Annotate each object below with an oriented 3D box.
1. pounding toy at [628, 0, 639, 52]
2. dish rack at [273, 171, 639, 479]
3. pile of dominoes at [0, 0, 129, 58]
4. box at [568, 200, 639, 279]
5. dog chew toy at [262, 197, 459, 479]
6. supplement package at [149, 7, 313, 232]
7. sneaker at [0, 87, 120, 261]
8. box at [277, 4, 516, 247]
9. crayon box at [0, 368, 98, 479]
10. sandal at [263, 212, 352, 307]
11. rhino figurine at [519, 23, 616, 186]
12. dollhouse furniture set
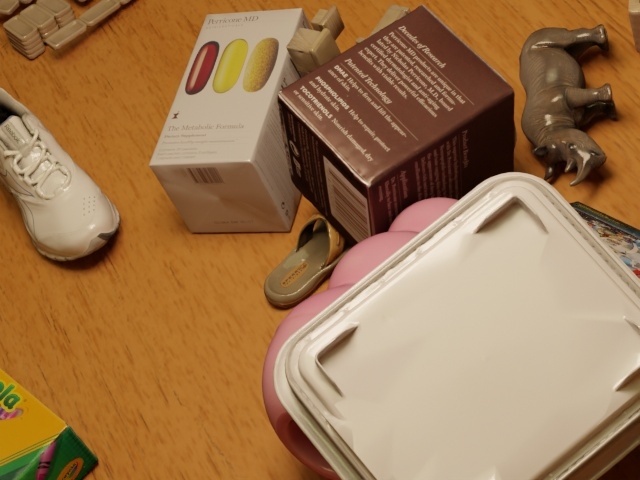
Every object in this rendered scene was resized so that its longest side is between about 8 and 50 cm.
[{"bbox_3d":[0.445,-0.256,1.874,0.181,0.094,0.206,-1,61,17],"label":"pounding toy"},{"bbox_3d":[0.149,0.110,1.498,0.333,0.072,0.285,-38,73,-7],"label":"dish rack"},{"bbox_3d":[-0.338,-0.353,2.359,0.251,0.040,0.196,-37,46,-19],"label":"pile of dominoes"},{"bbox_3d":[0.301,0.030,1.654,0.233,0.044,0.159,29,24,36],"label":"box"},{"bbox_3d":[0.083,0.087,1.685,0.206,0.206,0.332,11,50,32],"label":"dog chew toy"},{"bbox_3d":[-0.089,-0.145,1.988,0.139,0.134,0.244,-1,52,23],"label":"supplement package"},{"bbox_3d":[-0.354,-0.081,2.061,0.111,0.129,0.297,-38,48,-11],"label":"sneaker"},{"bbox_3d":[0.086,-0.113,1.822,0.203,0.168,0.167,-33,58,-17],"label":"box"},{"bbox_3d":[-0.399,0.222,1.861,0.165,0.081,0.278,-46,49,-15],"label":"crayon box"},{"bbox_3d":[0.000,0.000,1.886,0.180,0.049,0.072,-45,49,-15],"label":"sandal"},{"bbox_3d":[0.278,-0.152,1.871,0.106,0.073,0.243,-8,51,14],"label":"rhino figurine"},{"bbox_3d":[0.069,-0.236,1.974,0.101,0.161,0.182,17,62,34],"label":"dollhouse furniture set"}]
